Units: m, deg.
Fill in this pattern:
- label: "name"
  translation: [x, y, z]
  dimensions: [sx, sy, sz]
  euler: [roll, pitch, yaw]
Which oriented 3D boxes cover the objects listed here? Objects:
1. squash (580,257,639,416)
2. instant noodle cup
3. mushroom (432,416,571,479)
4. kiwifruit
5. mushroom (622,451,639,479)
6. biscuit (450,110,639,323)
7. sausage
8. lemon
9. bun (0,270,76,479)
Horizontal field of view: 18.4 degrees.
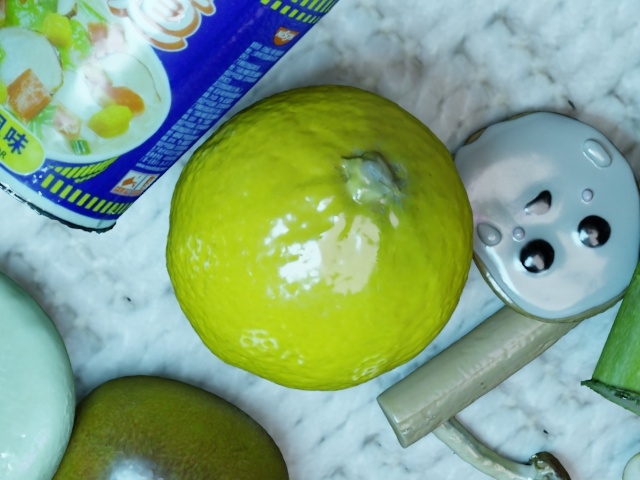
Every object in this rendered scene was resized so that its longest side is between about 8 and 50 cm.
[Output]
- label: "squash"
  translation: [0.426, 0.009, 1.768]
  dimensions: [0.263, 0.263, 0.384]
  euler: [24, 89, -15]
- label: "instant noodle cup"
  translation: [-0.164, -0.183, 1.661]
  dimensions: [0.284, 0.284, 0.312]
  euler: [35, 106, -17]
- label: "mushroom"
  translation: [0.166, 0.206, 1.925]
  dimensions: [0.187, 0.061, 0.060]
  euler: [33, 98, -12]
- label: "kiwifruit"
  translation: [-0.137, 0.232, 1.811]
  dimensions: [0.234, 0.196, 0.196]
  euler: [31, 99, -20]
- label: "mushroom"
  translation: [0.444, 0.213, 1.947]
  dimensions: [0.285, 0.156, 0.151]
  euler: [-29, 136, 2]
- label: "biscuit"
  translation: [0.213, -0.024, 1.835]
  dimensions: [0.181, 0.049, 0.208]
  euler: [-37, 86, -3]
- label: "sausage"
  translation: [0.185, 0.088, 1.881]
  dimensions: [0.301, 0.066, 0.066]
  euler: [-34, 109, -3]
- label: "lemon"
  translation: [0.000, 0.000, 1.721]
  dimensions: [0.293, 0.293, 0.293]
  euler: [-3, 106, -9]
- label: "bun"
  translation: [-0.352, 0.151, 1.757]
  dimensions: [0.283, 0.179, 0.283]
  euler: [0, 74, 0]
